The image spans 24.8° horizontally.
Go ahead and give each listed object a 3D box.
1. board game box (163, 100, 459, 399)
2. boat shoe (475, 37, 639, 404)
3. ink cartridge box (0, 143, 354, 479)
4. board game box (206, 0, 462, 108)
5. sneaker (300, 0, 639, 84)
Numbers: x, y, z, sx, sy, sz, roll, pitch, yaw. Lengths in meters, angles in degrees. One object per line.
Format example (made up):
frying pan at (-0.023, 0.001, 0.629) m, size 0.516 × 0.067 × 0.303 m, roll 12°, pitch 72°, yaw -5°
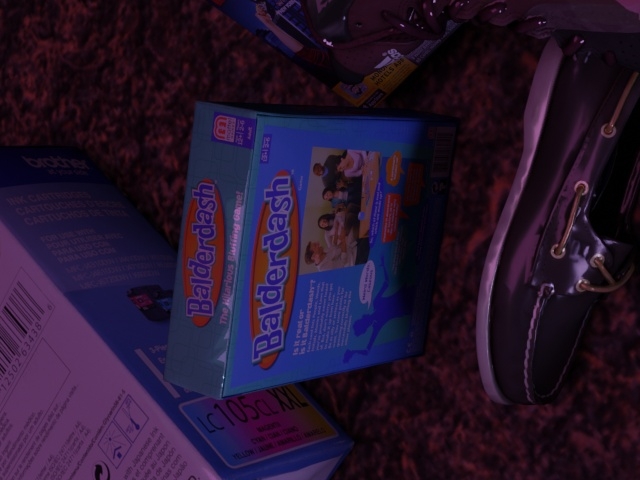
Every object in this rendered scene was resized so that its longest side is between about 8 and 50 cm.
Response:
board game box at (0.000, 0.000, 0.868) m, size 0.047 × 0.210 × 0.160 m, roll 14°, pitch 101°, yaw 34°
boat shoe at (0.147, -0.008, 0.839) m, size 0.069 × 0.081 × 0.227 m, roll 16°, pitch 98°, yaw 36°
ink cartridge box at (-0.205, 0.113, 1.059) m, size 0.395 × 0.151 × 0.270 m, roll 45°, pitch 116°, yaw 23°
board game box at (0.013, -0.199, 0.871) m, size 0.194 × 0.060 × 0.194 m, roll 35°, pitch 133°, yaw -15°
sneaker at (0.092, -0.122, 0.780) m, size 0.281 × 0.106 × 0.162 m, roll 41°, pitch 103°, yaw 3°
